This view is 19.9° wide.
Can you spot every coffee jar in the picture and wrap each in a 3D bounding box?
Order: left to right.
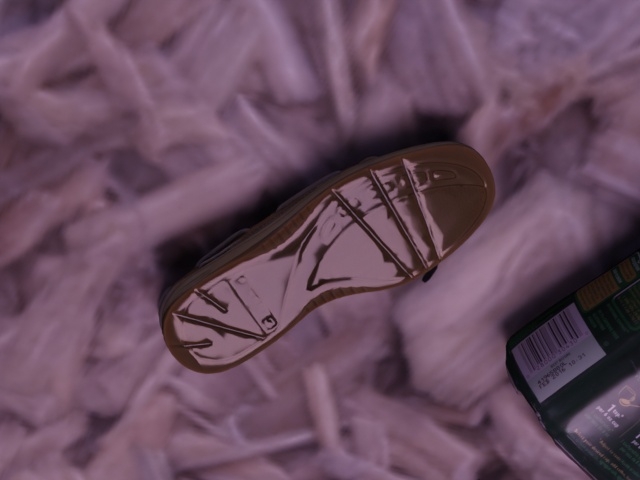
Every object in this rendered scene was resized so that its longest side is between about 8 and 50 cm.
[{"bbox_3d":[0.178,0.029,0.802,0.184,0.079,0.096,-40,118,13],"label":"coffee jar"}]

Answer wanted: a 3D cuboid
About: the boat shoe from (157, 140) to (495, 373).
[{"bbox_3d":[0.000,0.002,0.770,0.153,0.048,0.056,-33,111,-1],"label":"boat shoe"}]
